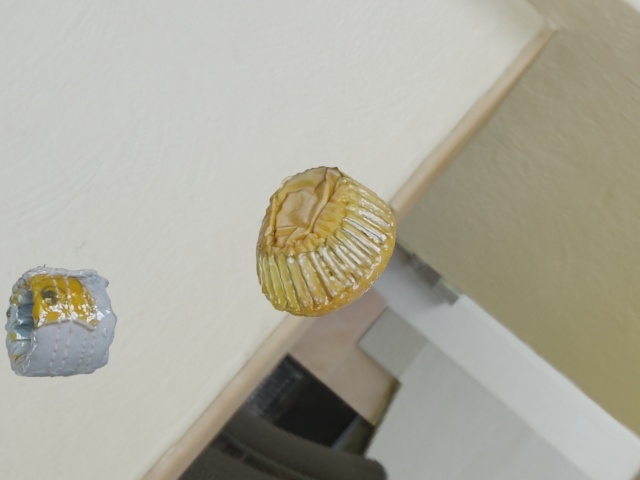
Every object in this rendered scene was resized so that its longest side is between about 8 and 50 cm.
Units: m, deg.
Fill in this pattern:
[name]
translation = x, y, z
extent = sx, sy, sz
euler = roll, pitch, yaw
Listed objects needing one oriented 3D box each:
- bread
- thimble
[bread]
translation = 0.001, 0.004, 1.287
extent = 0.240, 0.139, 0.240
euler = -20, -139, 19
[thimble]
translation = -0.352, 0.113, 1.152
extent = 0.118, 0.127, 0.151
euler = 2, 138, -34
